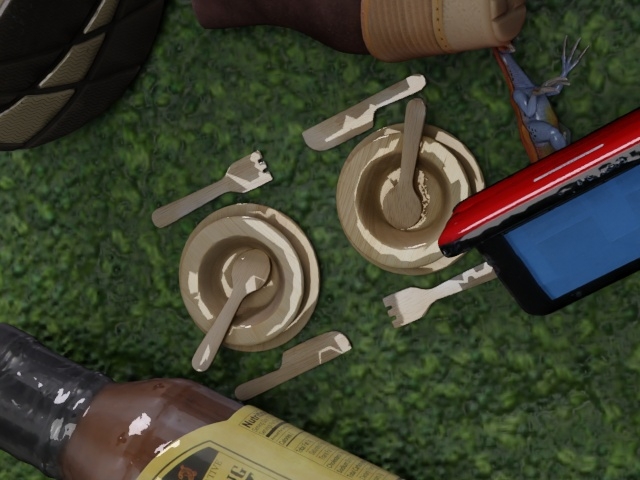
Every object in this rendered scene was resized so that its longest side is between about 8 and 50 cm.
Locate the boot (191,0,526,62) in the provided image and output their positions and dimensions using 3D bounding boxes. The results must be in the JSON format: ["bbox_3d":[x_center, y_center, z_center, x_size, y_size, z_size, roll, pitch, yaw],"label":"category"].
[{"bbox_3d":[0.005,-0.214,0.655,0.207,0.090,0.248,14,114,36],"label":"boot"}]

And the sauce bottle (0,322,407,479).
[{"bbox_3d":[-0.050,0.148,0.736,0.344,0.111,0.111,22,101,14],"label":"sauce bottle"}]

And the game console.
[{"bbox_3d":[0.144,-0.010,0.648,0.144,0.124,0.085,-29,96,17],"label":"game console"}]

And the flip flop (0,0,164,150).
[{"bbox_3d":[-0.143,-0.182,0.742,0.080,0.112,0.277,28,107,39],"label":"flip flop"}]

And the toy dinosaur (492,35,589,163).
[{"bbox_3d":[0.111,-0.068,0.698,0.082,0.047,0.090,42,106,10],"label":"toy dinosaur"}]

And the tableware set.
[{"bbox_3d":[0.000,0.000,0.742,0.194,0.039,0.128,-27,87,18],"label":"tableware set"}]
